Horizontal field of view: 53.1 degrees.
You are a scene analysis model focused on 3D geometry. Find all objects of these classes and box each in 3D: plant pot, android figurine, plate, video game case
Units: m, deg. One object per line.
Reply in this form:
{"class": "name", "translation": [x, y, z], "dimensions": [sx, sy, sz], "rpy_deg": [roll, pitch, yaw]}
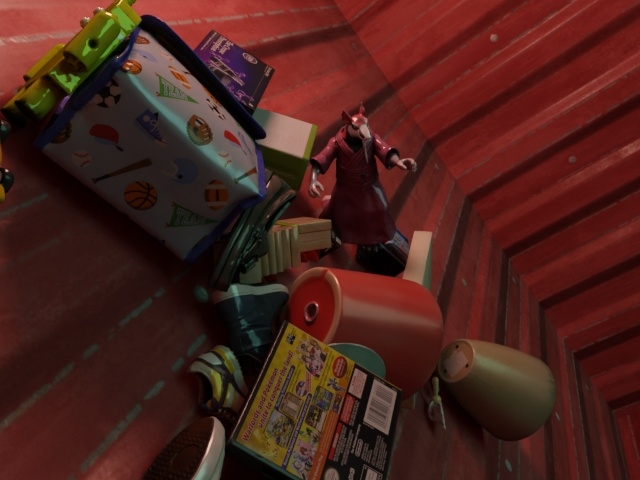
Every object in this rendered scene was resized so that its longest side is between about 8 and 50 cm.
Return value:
{"class": "plant pot", "translation": [0.066, 0.176, 1.291], "dimensions": [0.243, 0.275, 0.274], "rpy_deg": [22, 42, -35]}
{"class": "android figurine", "translation": [-0.379, -0.289, 0.997], "dimensions": [0.056, 0.248, 0.272], "rpy_deg": [46, 66, -30]}
{"class": "plant pot", "translation": [0.460, 0.386, 1.773], "dimensions": [0.274, 0.256, 0.256], "rpy_deg": [33, 35, -29]}
{"class": "plate", "translation": [0.031, 0.264, 1.186], "dimensions": [0.188, 0.188, 0.024], "rpy_deg": [41, 20, -31]}
{"class": "video game case", "translation": [0.002, 0.282, 1.020], "dimensions": [0.248, 0.035, 0.274], "rpy_deg": [32, 35, -5]}

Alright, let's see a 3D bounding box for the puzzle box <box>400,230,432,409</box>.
{"class": "puzzle box", "translation": [0.236, 0.185, 1.612], "dimensions": [0.409, 0.052, 0.271], "rpy_deg": [-62, 153, -59]}

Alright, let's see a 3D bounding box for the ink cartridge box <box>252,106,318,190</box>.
{"class": "ink cartridge box", "translation": [-0.149, -0.240, 1.562], "dimensions": [0.256, 0.097, 0.188], "rpy_deg": [17, 35, -4]}

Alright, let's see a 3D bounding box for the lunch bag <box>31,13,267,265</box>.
{"class": "lunch bag", "translation": [-0.270, -0.206, 1.144], "dimensions": [0.328, 0.239, 0.385], "rpy_deg": [45, 15, -26]}

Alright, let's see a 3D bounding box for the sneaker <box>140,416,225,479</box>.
{"class": "sneaker", "translation": [-0.177, 0.371, 0.824], "dimensions": [0.123, 0.106, 0.290], "rpy_deg": [55, 32, -27]}

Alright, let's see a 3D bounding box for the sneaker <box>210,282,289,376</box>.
{"class": "sneaker", "translation": [-0.108, 0.163, 1.180], "dimensions": [0.226, 0.086, 0.163], "rpy_deg": [5, 62, -65]}

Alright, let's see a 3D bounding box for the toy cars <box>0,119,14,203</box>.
{"class": "toy cars", "translation": [-0.537, -0.192, 0.820], "dimensions": [0.393, 0.087, 0.176], "rpy_deg": [51, 21, -6]}

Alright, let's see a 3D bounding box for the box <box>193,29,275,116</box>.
{"class": "box", "translation": [-0.225, -0.363, 1.482], "dimensions": [0.184, 0.103, 0.261], "rpy_deg": [32, 32, -15]}

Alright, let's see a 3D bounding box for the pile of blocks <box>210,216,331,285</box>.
{"class": "pile of blocks", "translation": [-0.111, 0.030, 1.312], "dimensions": [0.362, 0.149, 0.112], "rpy_deg": [-17, 106, -56]}

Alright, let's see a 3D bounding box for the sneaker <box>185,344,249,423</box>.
{"class": "sneaker", "translation": [-0.149, 0.265, 1.025], "dimensions": [0.084, 0.070, 0.185], "rpy_deg": [-30, 90, -45]}

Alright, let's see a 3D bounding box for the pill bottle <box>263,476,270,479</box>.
{"class": "pill bottle", "translation": [-0.024, 0.359, 1.051], "dimensions": [0.130, 0.131, 0.245], "rpy_deg": [44, 30, -27]}

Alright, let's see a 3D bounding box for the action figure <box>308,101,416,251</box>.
{"class": "action figure", "translation": [0.103, -0.168, 1.572], "dimensions": [0.275, 0.248, 0.369], "rpy_deg": [-81, 171, -58]}

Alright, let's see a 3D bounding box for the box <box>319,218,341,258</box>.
{"class": "box", "translation": [0.000, 0.000, 1.547], "dimensions": [0.062, 0.083, 0.052], "rpy_deg": [42, 31, -30]}

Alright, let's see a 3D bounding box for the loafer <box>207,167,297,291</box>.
{"class": "loafer", "translation": [-0.111, -0.016, 1.123], "dimensions": [0.084, 0.096, 0.267], "rpy_deg": [27, 53, -9]}

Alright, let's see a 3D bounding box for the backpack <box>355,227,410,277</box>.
{"class": "backpack", "translation": [0.176, 0.005, 1.820], "dimensions": [0.158, 0.117, 0.173], "rpy_deg": [42, 27, -32]}

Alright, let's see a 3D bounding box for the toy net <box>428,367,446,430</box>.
{"class": "toy net", "translation": [0.291, 0.396, 1.679], "dimensions": [0.122, 0.045, 0.232], "rpy_deg": [74, 11, -46]}
